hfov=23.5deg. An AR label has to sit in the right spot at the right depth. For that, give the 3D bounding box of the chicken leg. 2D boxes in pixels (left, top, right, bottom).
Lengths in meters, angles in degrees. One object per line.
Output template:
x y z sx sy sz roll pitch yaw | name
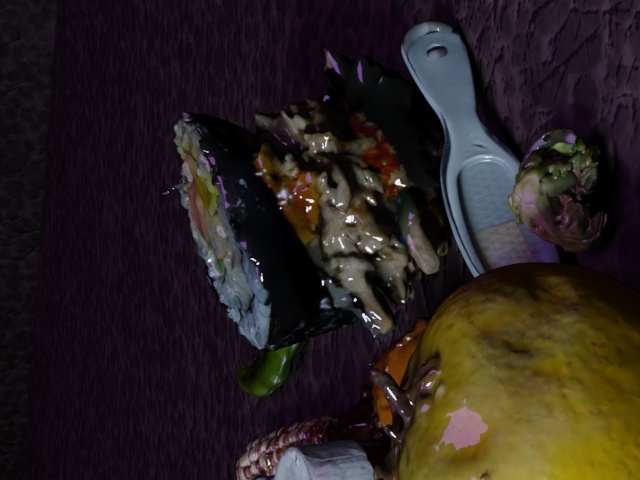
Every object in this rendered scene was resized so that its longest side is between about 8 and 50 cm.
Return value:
0.072 0.147 1.276 0.304 0.093 0.113 124 127 -67 | chicken leg

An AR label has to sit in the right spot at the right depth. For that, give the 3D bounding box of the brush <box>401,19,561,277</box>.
0.118 -0.053 1.161 0.060 0.068 0.297 76 180 -49 | brush

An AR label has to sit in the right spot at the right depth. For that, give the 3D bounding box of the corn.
-0.024 0.227 1.580 0.237 0.079 0.080 145 121 -62 | corn

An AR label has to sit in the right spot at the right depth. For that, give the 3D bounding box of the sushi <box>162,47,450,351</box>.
0.001 -0.030 1.286 0.238 0.218 0.225 62 169 -1 | sushi

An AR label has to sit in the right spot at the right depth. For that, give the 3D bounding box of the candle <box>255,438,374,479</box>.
-0.005 0.263 1.307 0.192 0.068 0.169 126 137 -56 | candle

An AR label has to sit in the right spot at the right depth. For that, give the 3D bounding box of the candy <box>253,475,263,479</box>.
-0.078 0.342 1.673 0.323 0.097 0.097 98 160 -52 | candy

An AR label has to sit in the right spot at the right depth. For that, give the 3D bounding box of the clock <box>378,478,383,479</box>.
0.055 0.365 1.349 0.318 0.080 0.319 -2 88 64 | clock

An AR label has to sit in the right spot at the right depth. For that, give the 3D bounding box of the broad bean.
-0.057 0.131 1.711 0.227 0.039 0.069 132 138 -65 | broad bean

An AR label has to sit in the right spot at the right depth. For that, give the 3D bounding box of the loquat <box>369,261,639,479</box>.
0.127 0.125 0.914 0.213 0.213 0.213 177 90 -71 | loquat

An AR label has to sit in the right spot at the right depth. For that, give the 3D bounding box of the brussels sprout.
0.160 -0.035 1.033 0.085 0.058 0.085 -28 57 53 | brussels sprout
